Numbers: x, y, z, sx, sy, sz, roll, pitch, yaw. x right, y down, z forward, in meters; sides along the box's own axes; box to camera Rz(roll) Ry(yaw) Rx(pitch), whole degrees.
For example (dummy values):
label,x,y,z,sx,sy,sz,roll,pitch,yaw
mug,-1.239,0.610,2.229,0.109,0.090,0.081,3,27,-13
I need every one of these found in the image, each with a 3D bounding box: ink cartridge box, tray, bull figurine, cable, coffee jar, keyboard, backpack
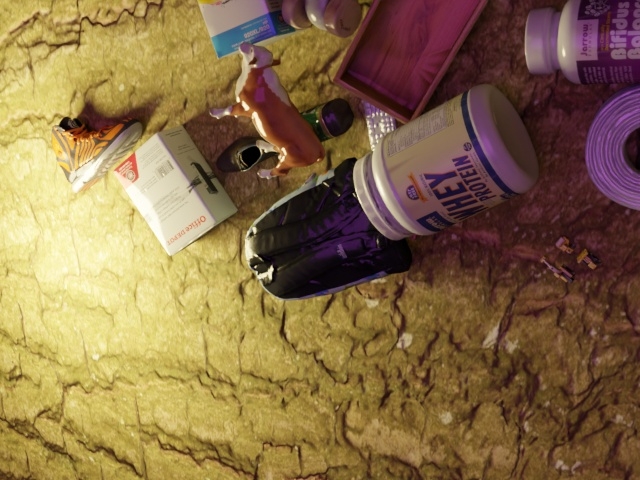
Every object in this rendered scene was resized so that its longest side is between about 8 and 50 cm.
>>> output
label,x,y,z,sx,sy,sz,roll,pitch,yaw
ink cartridge box,-0.374,-0.127,2.146,0.197,0.114,0.272,-32,90,33
tray,0.207,-0.460,1.711,0.203,0.076,0.410,30,122,1
bull figurine,-0.119,-0.277,1.819,0.189,0.101,0.310,-20,114,38
ink cartridge box,-0.160,-0.549,1.837,0.168,0.171,0.232,-13,102,31
cable,0.640,-0.175,1.593,0.257,0.089,0.257,31,120,15
coffee jar,-0.017,-0.263,1.912,0.185,0.096,0.079,-17,110,33
keyboard,0.127,-0.321,1.862,0.072,0.014,0.255,-3,107,29
backpack,0.000,0.000,1.932,0.356,0.273,0.290,-29,94,13

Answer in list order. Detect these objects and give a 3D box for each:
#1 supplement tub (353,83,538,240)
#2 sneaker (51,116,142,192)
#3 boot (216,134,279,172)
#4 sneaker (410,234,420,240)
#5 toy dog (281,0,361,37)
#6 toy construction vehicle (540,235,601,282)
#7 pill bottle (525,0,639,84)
label,x,y,z,sx,sy,sz,roll,pitch,yaw
supplement tub,0.256,-0.152,1.717,0.325,0.235,0.235,-26,95,30
sneaker,-0.619,-0.273,2.218,0.321,0.125,0.180,-34,91,33
boot,-0.191,-0.209,2.021,0.219,0.106,0.082,-19,98,32
sneaker,0.220,-0.057,1.897,0.057,0.047,0.119,39,121,24
toy dog,0.062,-0.567,1.731,0.220,0.161,0.333,49,116,25
toy construction vehicle,0.531,0.046,1.768,0.098,0.035,0.086,42,122,9
pill bottle,0.540,-0.373,1.526,0.302,0.169,0.169,3,110,27
